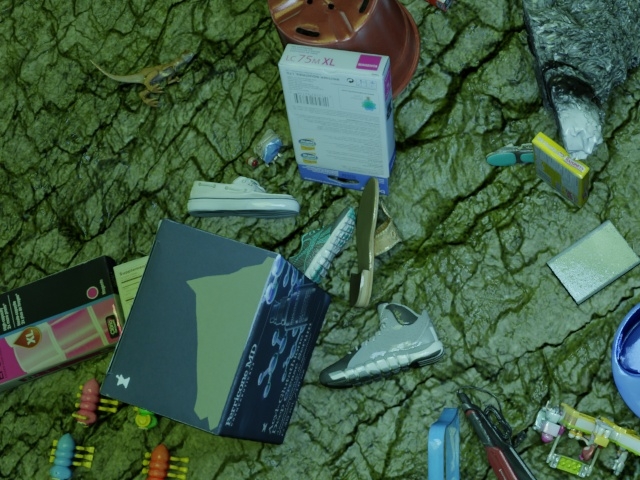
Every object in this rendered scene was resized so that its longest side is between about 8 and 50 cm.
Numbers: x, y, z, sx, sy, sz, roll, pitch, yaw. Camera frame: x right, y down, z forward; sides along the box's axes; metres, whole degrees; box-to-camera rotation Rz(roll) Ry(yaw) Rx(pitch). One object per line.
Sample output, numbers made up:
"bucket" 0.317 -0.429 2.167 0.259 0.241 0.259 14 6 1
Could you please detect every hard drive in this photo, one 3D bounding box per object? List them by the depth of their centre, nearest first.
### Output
"hard drive" 0.482 0.039 1.824 0.135 0.022 0.094 -35 72 3

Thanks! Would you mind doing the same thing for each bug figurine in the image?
"bug figurine" -0.382 0.366 1.917 0.279 0.072 0.216 3 78 14

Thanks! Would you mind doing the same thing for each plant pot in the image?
"plant pot" 0.033 -0.399 1.902 0.273 0.265 0.272 -3 77 12

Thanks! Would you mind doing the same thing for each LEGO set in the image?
"LEGO set" 0.482 0.363 1.703 0.287 0.132 0.107 23 94 6

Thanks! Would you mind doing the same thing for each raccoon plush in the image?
"raccoon plush" 0.527 -0.305 1.766 0.299 0.216 0.446 -13 52 10

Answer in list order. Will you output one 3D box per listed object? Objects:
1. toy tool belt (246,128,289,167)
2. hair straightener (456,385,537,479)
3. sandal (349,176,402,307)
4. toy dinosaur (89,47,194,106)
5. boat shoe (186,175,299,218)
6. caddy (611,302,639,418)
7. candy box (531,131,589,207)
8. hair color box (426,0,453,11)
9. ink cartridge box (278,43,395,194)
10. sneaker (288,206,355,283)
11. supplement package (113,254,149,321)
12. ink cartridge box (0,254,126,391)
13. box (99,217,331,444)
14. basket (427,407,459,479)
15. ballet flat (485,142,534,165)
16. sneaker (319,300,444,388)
"toy tool belt" -0.101 -0.169 1.990 0.051 0.052 0.083 34 87 26
"hair straightener" 0.309 0.343 1.777 0.230 0.089 0.047 56 136 30
"sandal" 0.110 0.008 1.902 0.079 0.088 0.239 9 85 -17
"toy dinosaur" -0.352 -0.329 2.088 0.212 0.064 0.112 -12 56 0
"boat shoe" -0.149 -0.087 1.964 0.226 0.083 0.075 1 78 14
"caddy" 0.639 0.177 1.676 0.341 0.179 0.241 -28 74 5
"candy box" 0.414 -0.118 1.780 0.105 0.206 0.027 38 89 18
"hair color box" 0.202 -0.511 2.006 0.141 0.043 0.072 34 86 19
"ink cartridge box" 0.038 -0.212 1.857 0.186 0.311 0.065 10 53 15
"sneaker" 0.000 0.000 1.924 0.076 0.065 0.166 33 84 22
"supplement package" -0.304 0.126 1.938 0.105 0.105 0.179 -19 73 8
"ink cartridge box" -0.553 0.173 2.008 0.371 0.069 0.175 -21 73 10
"box" -0.158 0.167 1.743 0.212 0.395 0.293 16 82 16
"basket" 0.202 0.428 1.676 0.201 0.255 0.288 4 89 15
"ballet flat" 0.361 -0.160 1.895 0.114 0.041 0.041 -2 77 12
"sneaker" 0.098 0.180 1.854 0.229 0.086 0.132 -15 69 -2
